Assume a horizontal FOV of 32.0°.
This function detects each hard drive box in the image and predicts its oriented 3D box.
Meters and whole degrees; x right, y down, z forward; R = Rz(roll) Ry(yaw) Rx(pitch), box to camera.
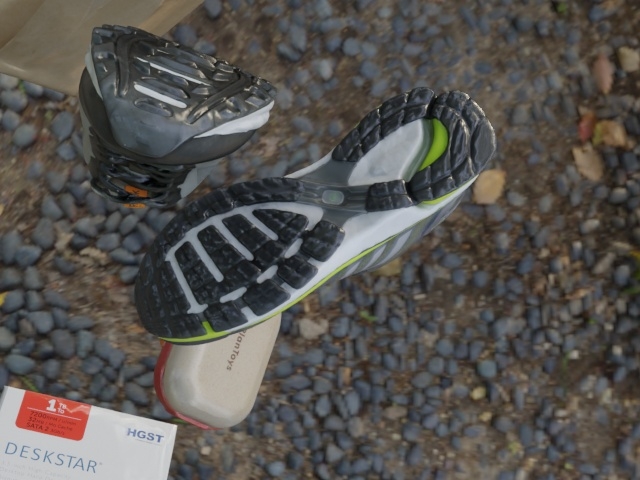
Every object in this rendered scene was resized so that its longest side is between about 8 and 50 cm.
[{"bbox_3d":[-0.249,0.273,1.061,0.181,0.089,0.232,14,44,-9],"label":"hard drive box"}]

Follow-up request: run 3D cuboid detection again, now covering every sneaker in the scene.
[{"bbox_3d":[0.000,0.000,0.861,0.300,0.121,0.111,-27,66,-6],"label":"sneaker"},{"bbox_3d":[-0.091,-0.062,0.644,0.100,0.271,0.108,21,96,-9],"label":"sneaker"}]

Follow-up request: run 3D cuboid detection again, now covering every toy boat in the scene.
[{"bbox_3d":[-0.155,0.128,1.471,0.151,0.151,0.231,35,66,-39],"label":"toy boat"}]

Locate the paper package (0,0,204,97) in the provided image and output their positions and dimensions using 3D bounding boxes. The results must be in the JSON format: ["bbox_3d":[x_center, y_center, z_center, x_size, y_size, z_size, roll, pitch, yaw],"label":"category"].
[{"bbox_3d":[-0.193,-0.347,0.994,0.168,0.325,0.309,22,42,-51],"label":"paper package"}]
